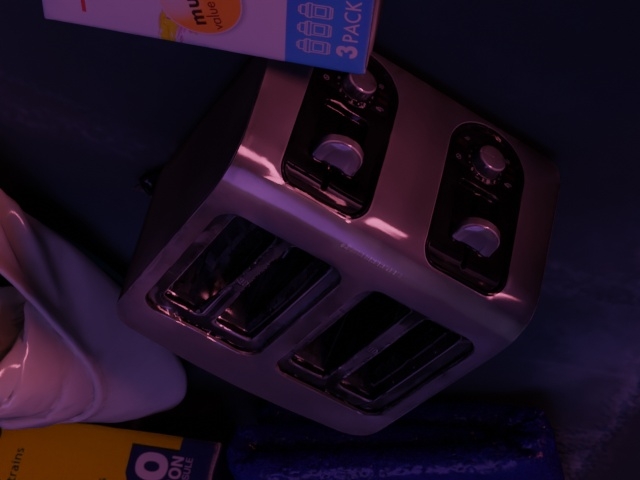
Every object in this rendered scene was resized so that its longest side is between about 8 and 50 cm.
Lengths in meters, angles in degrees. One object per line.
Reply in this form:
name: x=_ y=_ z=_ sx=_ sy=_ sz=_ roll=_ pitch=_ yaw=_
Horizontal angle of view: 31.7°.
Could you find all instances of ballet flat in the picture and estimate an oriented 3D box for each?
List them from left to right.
ballet flat: x=-0.220 y=0.024 z=0.651 sx=0.139 sy=0.139 sz=0.400 roll=-10 pitch=135 yaw=26

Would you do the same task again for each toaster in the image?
toaster: x=0.000 y=0.000 z=0.573 sx=0.168 sy=0.110 sz=0.185 roll=30 pitch=138 yaw=-17

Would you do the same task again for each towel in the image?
towel: x=0.074 y=0.220 z=0.846 sx=0.227 sy=0.076 sz=0.308 roll=-6 pitch=136 yaw=12

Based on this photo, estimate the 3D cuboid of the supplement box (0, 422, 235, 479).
supplement box: x=-0.247 y=0.241 z=0.830 sx=0.356 sy=0.194 sz=0.195 roll=6 pitch=154 yaw=9

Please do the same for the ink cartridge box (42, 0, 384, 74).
ink cartridge box: x=-0.061 y=-0.139 z=0.464 sx=0.181 sy=0.062 sz=0.104 roll=11 pitch=140 yaw=5
